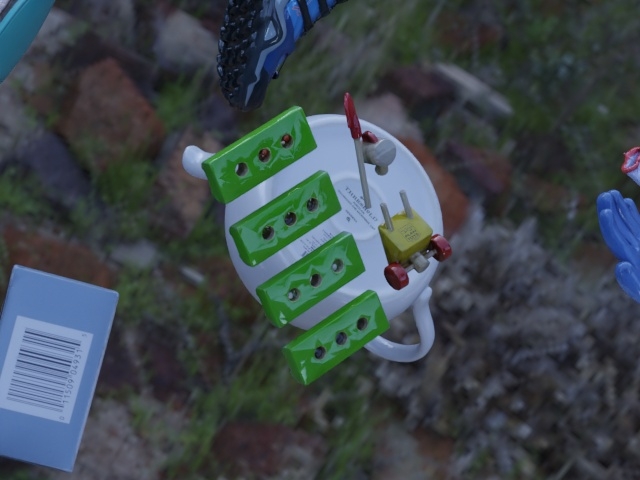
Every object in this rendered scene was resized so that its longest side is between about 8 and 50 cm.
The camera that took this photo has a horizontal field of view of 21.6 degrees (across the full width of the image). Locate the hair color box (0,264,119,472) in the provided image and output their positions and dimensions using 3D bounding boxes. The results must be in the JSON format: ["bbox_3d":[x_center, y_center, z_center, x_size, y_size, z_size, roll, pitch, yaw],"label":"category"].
[{"bbox_3d":[-0.303,0.137,1.809,0.114,0.185,0.374,15,-7,-9],"label":"hair color box"}]

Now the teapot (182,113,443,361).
[{"bbox_3d":[0.000,0.000,1.822,0.253,0.187,0.256,2,69,-27],"label":"teapot"}]

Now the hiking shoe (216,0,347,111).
[{"bbox_3d":[-0.018,-0.275,1.886,0.132,0.304,0.113,11,24,-27],"label":"hiking shoe"}]

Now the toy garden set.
[{"bbox_3d":[0.008,-0.019,1.593,0.204,0.244,0.049,-33,26,-24],"label":"toy garden set"}]

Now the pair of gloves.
[{"bbox_3d":[0.282,0.012,1.397,0.159,0.023,0.198,57,31,-8],"label":"pair of gloves"}]

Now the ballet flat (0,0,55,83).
[{"bbox_3d":[-0.359,-0.167,1.610,0.106,0.107,0.316,23,61,3],"label":"ballet flat"}]
